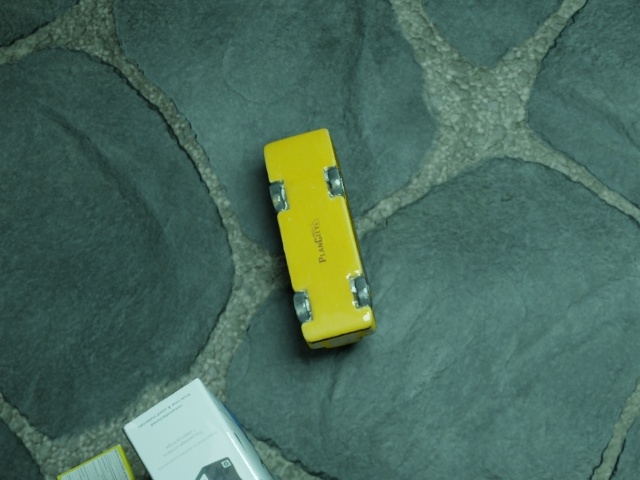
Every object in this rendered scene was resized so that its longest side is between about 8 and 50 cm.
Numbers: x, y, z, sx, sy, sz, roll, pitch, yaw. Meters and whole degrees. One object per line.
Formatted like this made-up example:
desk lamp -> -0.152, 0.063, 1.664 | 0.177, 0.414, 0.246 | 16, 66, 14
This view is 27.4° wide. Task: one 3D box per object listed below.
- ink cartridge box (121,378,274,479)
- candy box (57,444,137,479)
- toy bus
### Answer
ink cartridge box -> -0.116, 0.366, 1.776 | 0.129, 0.223, 0.307 | -33, 67, -4
candy box -> -0.297, 0.410, 1.898 | 0.105, 0.027, 0.206 | -26, 67, -3
toy bus -> 0.000, 0.000, 1.948 | 0.108, 0.130, 0.332 | -15, 67, 3
